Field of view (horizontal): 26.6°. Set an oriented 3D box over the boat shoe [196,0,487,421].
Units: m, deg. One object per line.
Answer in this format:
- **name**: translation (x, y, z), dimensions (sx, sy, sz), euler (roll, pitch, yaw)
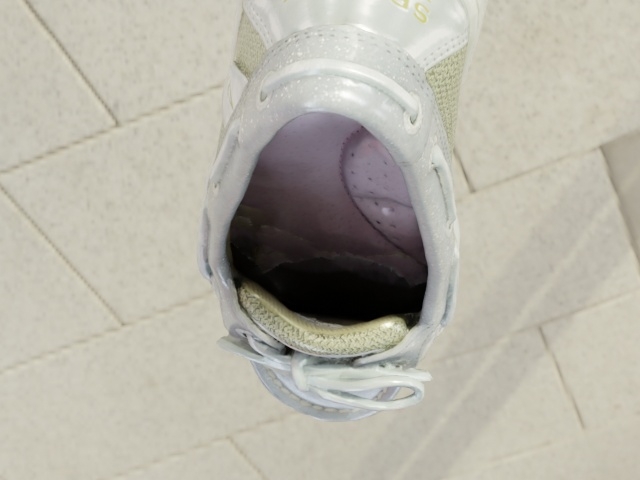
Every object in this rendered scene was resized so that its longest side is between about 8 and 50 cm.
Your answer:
- **boat shoe**: translation (0.003, 0.000, 0.546), dimensions (0.118, 0.103, 0.320), euler (12, 148, 1)
